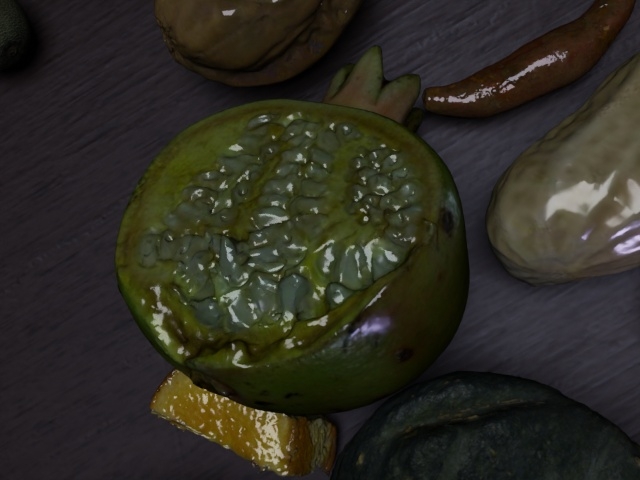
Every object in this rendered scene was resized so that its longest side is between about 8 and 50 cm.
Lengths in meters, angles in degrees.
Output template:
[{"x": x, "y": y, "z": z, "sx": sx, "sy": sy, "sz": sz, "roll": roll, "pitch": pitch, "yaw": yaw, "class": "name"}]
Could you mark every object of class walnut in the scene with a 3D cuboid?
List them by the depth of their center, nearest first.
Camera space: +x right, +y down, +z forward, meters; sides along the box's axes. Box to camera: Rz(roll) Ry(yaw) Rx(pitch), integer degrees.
[{"x": -0.055, "y": -0.259, "z": 0.721, "sx": 0.245, "sy": 0.198, "sz": 0.198, "roll": -44, "pitch": 80, "yaw": 11, "class": "walnut"}]

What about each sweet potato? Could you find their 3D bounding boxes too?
[{"x": 0.222, "y": -0.180, "z": 0.739, "sx": 0.255, "sy": 0.058, "sz": 0.078, "roll": -34, "pitch": 60, "yaw": 0, "class": "sweet potato"}]

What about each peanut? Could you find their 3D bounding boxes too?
[{"x": 0.287, "y": -0.076, "z": 0.671, "sx": 0.313, "sy": 0.152, "sz": 0.152, "roll": -42, "pitch": 80, "yaw": 1, "class": "peanut"}]

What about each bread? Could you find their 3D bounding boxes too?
[{"x": -0.071, "y": 0.168, "z": 0.728, "sx": 0.187, "sy": 0.103, "sz": 0.065, "roll": 26, "pitch": 87, "yaw": 15, "class": "bread"}]

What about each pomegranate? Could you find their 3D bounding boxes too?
[{"x": 0.000, "y": 0.000, "z": 0.685, "sx": 0.309, "sy": 0.216, "sz": 0.359, "roll": 10, "pitch": 51, "yaw": 31, "class": "pomegranate"}]

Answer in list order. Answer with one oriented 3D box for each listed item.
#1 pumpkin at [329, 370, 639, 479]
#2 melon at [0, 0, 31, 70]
[{"x": 0.155, "y": 0.264, "z": 0.600, "sx": 0.327, "sy": 0.292, "sz": 0.257, "roll": 25, "pitch": 60, "yaw": 22, "class": "pumpkin"}, {"x": -0.375, "y": -0.238, "z": 0.816, "sx": 0.130, "sy": 0.098, "sz": 0.098, "roll": 35, "pitch": 91, "yaw": 12, "class": "melon"}]
